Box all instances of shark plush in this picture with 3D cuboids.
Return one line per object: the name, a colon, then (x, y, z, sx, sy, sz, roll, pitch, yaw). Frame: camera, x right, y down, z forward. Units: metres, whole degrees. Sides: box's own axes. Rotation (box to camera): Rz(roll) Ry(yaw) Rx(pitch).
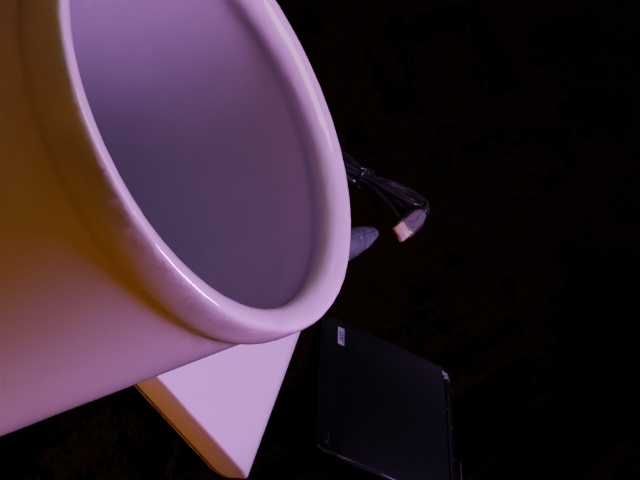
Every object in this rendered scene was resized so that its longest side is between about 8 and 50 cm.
shark plush: (0.000, 0.000, 2.139, 0.161, 0.067, 0.073, 16, 56, -57)

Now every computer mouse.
computer mouse: (0.004, -0.030, 2.099, 0.184, 0.060, 0.262, 29, 23, 17)

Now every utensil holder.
utensil holder: (-0.227, -0.027, 1.407, 0.327, 0.385, 0.327, 42, 36, -41)

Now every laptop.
laptop: (0.082, 0.245, 2.120, 0.234, 0.137, 0.264, -87, 170, -56)

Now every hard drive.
hard drive: (-0.078, 0.036, 1.865, 0.210, 0.040, 0.318, 54, 46, -44)
